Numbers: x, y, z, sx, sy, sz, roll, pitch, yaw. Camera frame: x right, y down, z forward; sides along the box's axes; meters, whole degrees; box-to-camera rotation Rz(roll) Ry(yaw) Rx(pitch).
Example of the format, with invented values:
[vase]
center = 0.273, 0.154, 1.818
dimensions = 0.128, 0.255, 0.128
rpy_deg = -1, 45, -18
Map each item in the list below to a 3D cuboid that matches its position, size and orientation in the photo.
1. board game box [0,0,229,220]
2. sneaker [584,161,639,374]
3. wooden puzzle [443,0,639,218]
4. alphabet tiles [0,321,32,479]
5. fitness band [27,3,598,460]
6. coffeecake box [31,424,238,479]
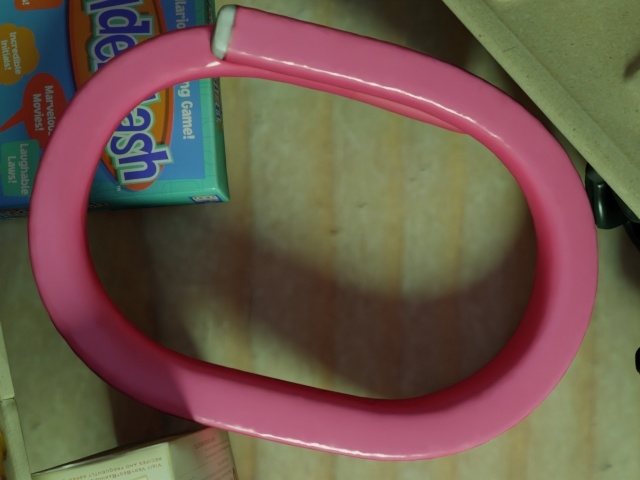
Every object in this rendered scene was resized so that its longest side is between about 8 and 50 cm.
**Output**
[board game box]
center = -0.162, -0.093, 0.576
dimensions = 0.210, 0.047, 0.160
rpy_deg = -6, 83, 2
[sneaker]
center = 0.211, -0.055, 0.516
dimensions = 0.146, 0.102, 0.293
rpy_deg = 3, 84, 5
[wooden puzzle]
center = 0.226, -0.157, 0.436
dimensions = 0.322, 0.080, 0.348
rpy_deg = -42, 73, 15
[alphabet tiles]
center = -0.166, 0.125, 0.492
dimensions = 0.009, 0.198, 0.237
rpy_deg = -9, 81, -32
[fitness band]
center = 0.000, 0.000, 0.522
dimensions = 0.291, 0.054, 0.209
rpy_deg = 14, 86, -8
[coffeecake box]
center = -0.068, 0.189, 0.489
dimensions = 0.068, 0.142, 0.185
rpy_deg = -14, 82, 3
